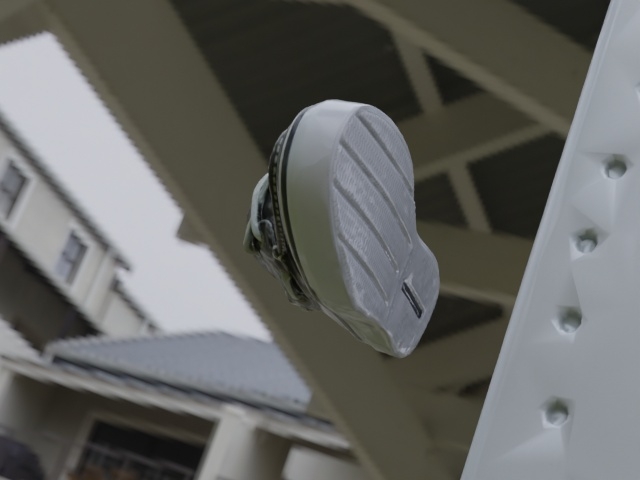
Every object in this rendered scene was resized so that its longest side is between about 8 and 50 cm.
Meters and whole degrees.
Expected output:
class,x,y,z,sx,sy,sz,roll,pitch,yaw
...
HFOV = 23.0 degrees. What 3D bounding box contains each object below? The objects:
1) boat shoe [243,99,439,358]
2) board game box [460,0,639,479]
class,x,y,z,sx,sy,sz,roll,pitch,yaw
boat shoe,0.000,0.000,1.116,0.119,0.121,0.335,16,-21,17
board game box,0.276,0.036,0.630,0.390,0.390,0.050,10,-23,26
